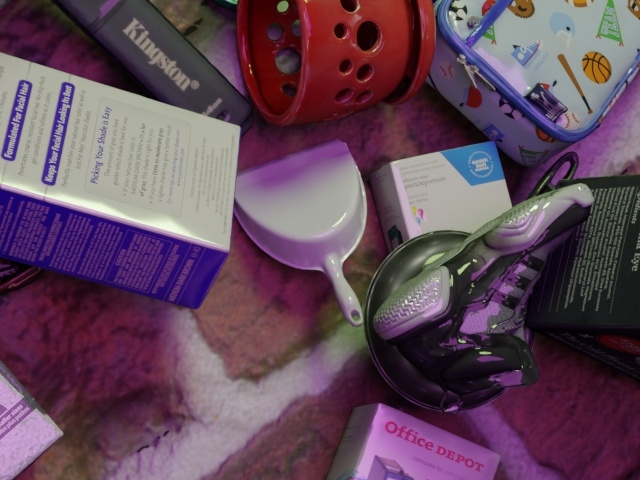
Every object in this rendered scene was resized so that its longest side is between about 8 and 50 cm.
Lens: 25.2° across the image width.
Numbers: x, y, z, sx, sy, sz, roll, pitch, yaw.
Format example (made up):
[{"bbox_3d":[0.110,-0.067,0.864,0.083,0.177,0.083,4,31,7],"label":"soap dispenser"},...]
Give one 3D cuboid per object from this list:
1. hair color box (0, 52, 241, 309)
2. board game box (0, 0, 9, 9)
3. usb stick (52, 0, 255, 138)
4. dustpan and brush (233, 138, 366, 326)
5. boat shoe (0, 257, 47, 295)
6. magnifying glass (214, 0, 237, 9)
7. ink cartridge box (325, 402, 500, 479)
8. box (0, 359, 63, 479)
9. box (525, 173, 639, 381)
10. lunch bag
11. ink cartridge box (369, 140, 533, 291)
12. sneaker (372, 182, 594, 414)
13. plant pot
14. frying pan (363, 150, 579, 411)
[{"bbox_3d":[-0.258,-0.069,1.433,0.339,0.110,0.185,18,45,-16],"label":"hair color box"},{"bbox_3d":[-0.286,-0.316,1.376,0.064,0.242,0.316,39,46,-7],"label":"board game box"},{"bbox_3d":[-0.182,-0.205,1.521,0.278,0.045,0.077,45,72,-21],"label":"usb stick"},{"bbox_3d":[0.000,0.000,1.544,0.147,0.060,0.211,-20,52,-10],"label":"dustpan and brush"},{"bbox_3d":[-0.369,0.037,1.432,0.207,0.073,0.073,-23,92,-19],"label":"boat shoe"},{"bbox_3d":[-0.117,-0.370,1.613,0.092,0.026,0.230,-20,86,-20],"label":"magnifying glass"},{"bbox_3d":[0.079,0.298,1.524,0.154,0.093,0.212,26,72,-12],"label":"ink cartridge box"},{"bbox_3d":[-0.392,0.211,1.356,0.247,0.142,0.163,-41,94,-20],"label":"box"},{"bbox_3d":[0.456,0.066,1.521,0.343,0.313,0.178,25,72,-35],"label":"box"},{"bbox_3d":[0.247,-0.246,1.643,0.243,0.115,0.303,43,58,-6],"label":"lunch bag"},{"bbox_3d":[0.153,0.017,1.605,0.134,0.078,0.231,-13,85,-19],"label":"ink cartridge box"},{"bbox_3d":[0.195,0.063,1.472,0.269,0.101,0.153,-35,94,-11],"label":"sneaker"},{"bbox_3d":[0.021,-0.223,1.547,0.174,0.191,0.191,-6,82,-23],"label":"plant pot"},{"bbox_3d":[0.198,0.056,1.549,0.326,0.053,0.197,-28,92,-16],"label":"frying pan"}]
